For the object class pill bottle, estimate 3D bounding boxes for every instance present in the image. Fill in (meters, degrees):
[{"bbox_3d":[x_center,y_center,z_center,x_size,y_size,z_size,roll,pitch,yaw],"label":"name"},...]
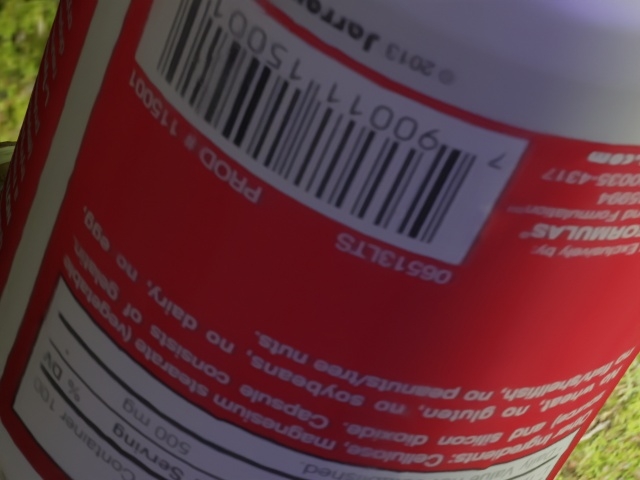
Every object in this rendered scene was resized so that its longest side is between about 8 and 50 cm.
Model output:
[{"bbox_3d":[0.005,-0.009,0.699,0.229,0.229,0.408,-7,142,-31],"label":"pill bottle"}]

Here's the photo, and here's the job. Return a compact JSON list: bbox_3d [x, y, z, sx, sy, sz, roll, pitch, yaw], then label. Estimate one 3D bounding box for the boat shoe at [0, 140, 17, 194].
[{"bbox_3d":[-0.146,0.050,0.867,0.068,0.072,0.190,-1,126,-34],"label":"boat shoe"}]
